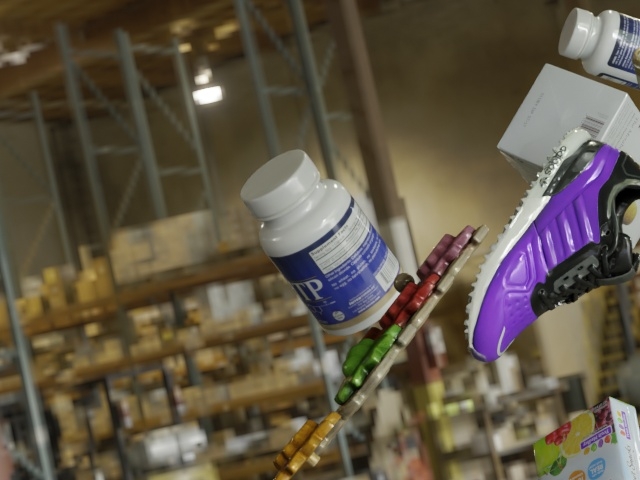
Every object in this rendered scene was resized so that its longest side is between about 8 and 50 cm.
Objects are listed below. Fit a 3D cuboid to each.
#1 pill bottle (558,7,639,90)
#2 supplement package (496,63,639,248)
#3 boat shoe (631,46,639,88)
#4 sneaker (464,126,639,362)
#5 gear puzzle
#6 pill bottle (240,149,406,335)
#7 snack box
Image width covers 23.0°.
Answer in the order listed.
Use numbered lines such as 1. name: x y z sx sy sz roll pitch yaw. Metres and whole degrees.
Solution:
1. pill bottle: 0.424 -0.268 2.205 0.169 0.094 0.094 17 -10 -8
2. supplement package: 0.366 -0.110 2.130 0.134 0.139 0.244 27 -6 35
3. boat shoe: 0.482 -0.193 1.704 0.285 0.089 0.105 -13 37 23
4. sneaker: 0.278 0.022 1.771 0.146 0.293 0.102 28 -6 21
5. gear puzzle: 0.035 0.113 1.440 0.339 0.044 0.175 -49 -4 -43
6. pill bottle: 0.000 0.000 1.677 0.112 0.187 0.112 -30 24 15
7. snack box: 0.241 0.221 1.383 0.037 0.141 0.100 24 -46 -30
